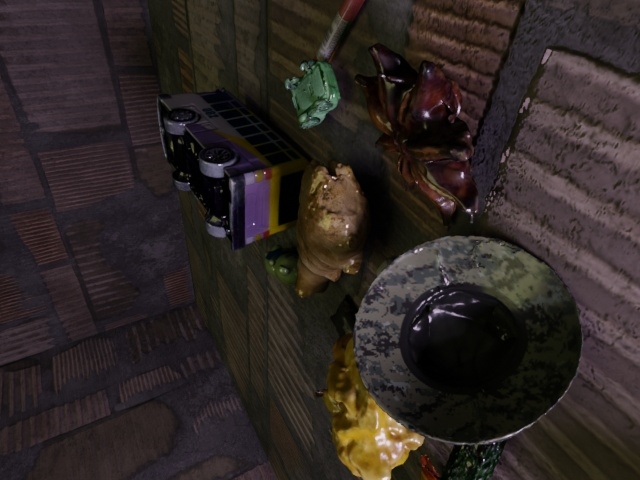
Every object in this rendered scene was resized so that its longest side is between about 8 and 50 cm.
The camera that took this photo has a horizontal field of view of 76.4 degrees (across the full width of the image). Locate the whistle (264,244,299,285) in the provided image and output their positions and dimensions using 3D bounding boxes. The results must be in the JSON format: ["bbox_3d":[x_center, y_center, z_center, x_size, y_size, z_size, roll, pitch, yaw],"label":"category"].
[{"bbox_3d":[-0.098,0.064,1.110,0.227,0.105,0.085,26,98,60],"label":"whistle"}]

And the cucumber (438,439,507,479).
[{"bbox_3d":[0.221,0.356,0.619,0.067,0.067,0.294,37,122,50],"label":"cucumber"}]

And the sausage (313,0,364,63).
[{"bbox_3d":[0.025,-0.349,0.691,0.223,0.029,0.030,-38,71,62],"label":"sausage"}]

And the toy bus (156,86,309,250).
[{"bbox_3d":[-0.232,-0.208,1.032,0.440,0.249,0.210,45,143,34],"label":"toy bus"}]

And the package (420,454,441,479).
[{"bbox_3d":[0.248,0.556,0.705,0.223,0.108,0.289,22,112,60],"label":"package"}]

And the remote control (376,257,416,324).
[{"bbox_3d":[0.170,0.153,0.709,0.067,0.029,0.261,112,137,-63],"label":"remote control"}]

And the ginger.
[{"bbox_3d":[-0.013,-0.021,0.818,0.236,0.166,0.375,60,146,7],"label":"ginger"}]

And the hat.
[{"bbox_3d":[0.183,0.132,0.533,0.266,0.265,0.128,54,-177,34],"label":"hat"}]

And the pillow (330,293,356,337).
[{"bbox_3d":[0.071,0.205,0.907,0.150,0.048,0.090,58,153,32],"label":"pillow"}]

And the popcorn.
[{"bbox_3d":[0.094,0.265,0.695,0.190,0.191,0.254,83,165,-47],"label":"popcorn"}]

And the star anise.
[{"bbox_3d":[0.141,-0.144,0.531,0.272,0.102,0.272,59,178,3],"label":"star anise"}]

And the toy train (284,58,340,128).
[{"bbox_3d":[-0.009,-0.269,0.760,0.149,0.081,0.099,-18,89,58],"label":"toy train"}]
